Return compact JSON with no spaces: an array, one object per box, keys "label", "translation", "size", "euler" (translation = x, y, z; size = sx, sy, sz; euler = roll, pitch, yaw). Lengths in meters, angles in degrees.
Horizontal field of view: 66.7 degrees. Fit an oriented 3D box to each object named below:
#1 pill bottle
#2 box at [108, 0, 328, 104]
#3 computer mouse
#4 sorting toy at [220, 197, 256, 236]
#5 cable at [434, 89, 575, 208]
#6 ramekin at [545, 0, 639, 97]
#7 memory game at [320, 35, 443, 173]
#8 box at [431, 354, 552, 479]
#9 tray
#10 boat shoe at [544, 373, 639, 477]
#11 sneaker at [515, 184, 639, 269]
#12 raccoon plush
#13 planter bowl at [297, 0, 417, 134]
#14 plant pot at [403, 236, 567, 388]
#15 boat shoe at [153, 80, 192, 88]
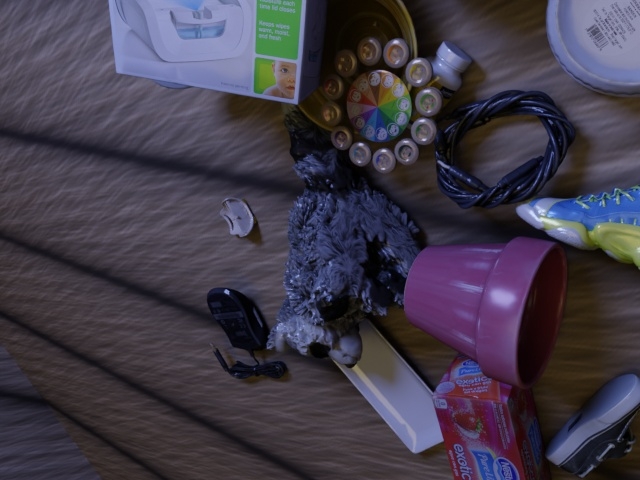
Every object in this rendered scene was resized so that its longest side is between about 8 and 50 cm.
[{"label":"pill bottle","translation":[0.157,-0.216,0.685],"size":[0.065,0.065,0.116],"euler":[43,128,11]},{"label":"box","translation":[-0.124,-0.323,0.626],"size":[0.261,0.127,0.231],"euler":[13,122,8]},{"label":"computer mouse","translation":[-0.196,0.211,1.127],"size":[0.183,0.060,0.262],"euler":[-16,112,34]},{"label":"sorting toy","translation":[-0.178,-0.045,1.010],"size":[0.075,0.044,0.083],"euler":[-22,97,46]},{"label":"cable","translation":[0.239,-0.120,0.653],"size":[0.184,0.047,0.151],"euler":[-4,82,34]},{"label":"ramekin","translation":[0.344,-0.253,0.513],"size":[0.207,0.109,0.207],"euler":[14,118,28]},{"label":"memory game","translation":[0.079,-0.185,0.674],"size":[0.186,0.012,0.186],"euler":[15,121,27]},{"label":"box","translation":[0.287,0.331,0.801],"size":[0.122,0.128,0.257],"euler":[-8,105,36]},{"label":"tray","translation":[0.141,0.279,0.941],"size":[0.270,0.030,0.145],"euler":[48,128,7]},{"label":"boat shoe","translation":[0.424,0.281,0.724],"size":[0.070,0.077,0.220],"euler":[33,134,19]},{"label":"sneaker","translation":[0.381,-0.037,0.615],"size":[0.240,0.091,0.126],"euler":[27,105,23]},{"label":"raccoon plush","translation":[0.000,0.000,0.868],"size":[0.299,0.215,0.447],"euler":[-36,59,53]},{"label":"planter bowl","translation":[0.053,-0.273,0.713],"size":[0.217,0.090,0.218],"euler":[14,119,26]},{"label":"plant pot","translation":[0.228,0.084,0.694],"size":[0.180,0.201,0.202],"euler":[13,118,40]},{"label":"boat shoe","translation":[-0.137,-0.388,0.765],"size":[0.367,0.157,0.136],"euler":[-33,119,28]}]
